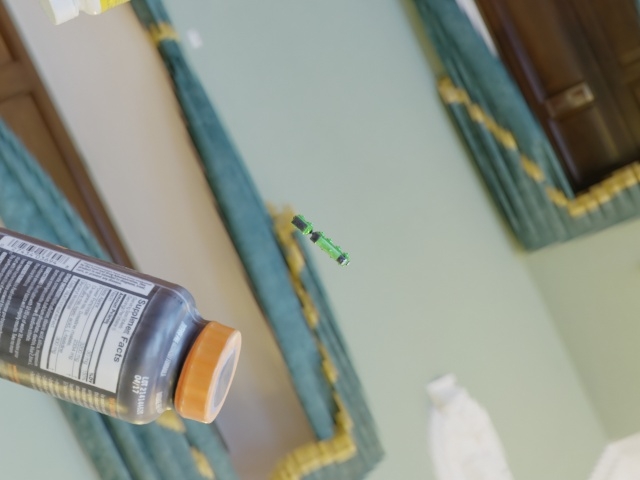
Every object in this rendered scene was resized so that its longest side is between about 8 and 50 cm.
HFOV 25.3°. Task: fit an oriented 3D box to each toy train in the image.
[{"bbox_3d":[0.000,0.000,1.613,0.017,0.083,0.024,-50,176,6],"label":"toy train"}]

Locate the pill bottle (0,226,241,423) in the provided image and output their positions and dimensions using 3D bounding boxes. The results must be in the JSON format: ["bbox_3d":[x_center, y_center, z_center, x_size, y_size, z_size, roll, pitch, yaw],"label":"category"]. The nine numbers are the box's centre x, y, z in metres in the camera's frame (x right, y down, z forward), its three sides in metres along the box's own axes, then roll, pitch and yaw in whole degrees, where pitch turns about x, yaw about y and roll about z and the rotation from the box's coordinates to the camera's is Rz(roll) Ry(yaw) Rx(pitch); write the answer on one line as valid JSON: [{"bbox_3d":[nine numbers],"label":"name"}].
[{"bbox_3d":[-0.197,0.084,1.261,0.246,0.130,0.130,18,-167,8],"label":"pill bottle"}]

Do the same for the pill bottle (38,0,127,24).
[{"bbox_3d":[-0.290,-0.380,1.946,0.208,0.119,0.119,-28,-175,-15],"label":"pill bottle"}]
